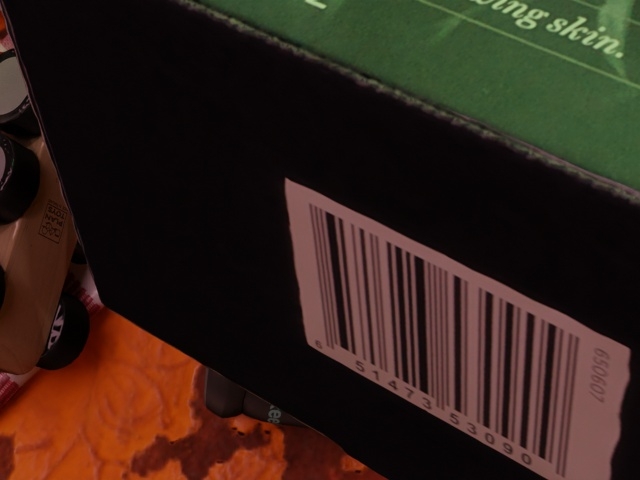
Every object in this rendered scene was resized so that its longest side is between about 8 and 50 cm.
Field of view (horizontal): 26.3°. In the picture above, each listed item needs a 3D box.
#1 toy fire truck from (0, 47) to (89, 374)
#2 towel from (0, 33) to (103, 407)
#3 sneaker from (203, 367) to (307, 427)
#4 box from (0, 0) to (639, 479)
[{"bbox_3d":[-0.285,-0.033,0.974,0.246,0.158,0.217,6,75,34],"label":"toy fire truck"},{"bbox_3d":[-0.252,-0.004,1.043,0.329,0.037,0.237,-43,63,2],"label":"towel"},{"bbox_3d":[0.000,0.000,0.930,0.106,0.101,0.267,14,76,3],"label":"sneaker"},{"bbox_3d":[0.183,-0.107,0.692,0.480,0.297,0.472,27,56,26],"label":"box"}]
